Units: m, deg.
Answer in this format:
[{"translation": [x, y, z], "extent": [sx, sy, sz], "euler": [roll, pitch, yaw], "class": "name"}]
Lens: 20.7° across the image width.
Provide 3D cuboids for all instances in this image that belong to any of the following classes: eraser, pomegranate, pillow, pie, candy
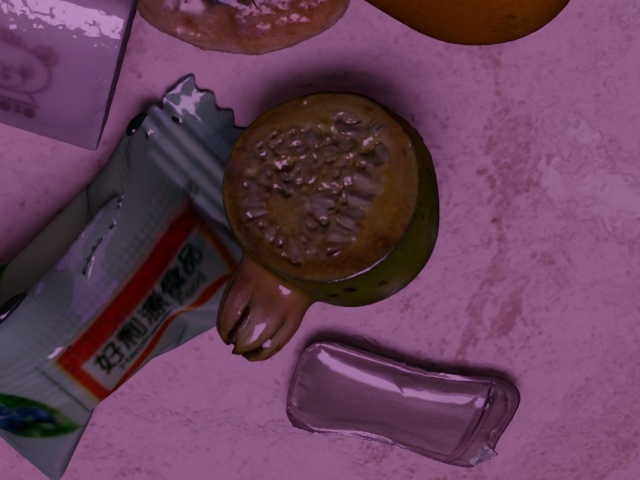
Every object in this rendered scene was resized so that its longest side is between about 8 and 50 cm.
[{"translation": [-0.297, -0.184, 1.469], "extent": [0.270, 0.095, 0.174], "euler": [18, 137, -5], "class": "eraser"}, {"translation": [0.014, -0.003, 1.547], "extent": [0.190, 0.241, 0.159], "euler": [3, 163, 16], "class": "pomegranate"}, {"translation": [0.081, 0.168, 1.783], "extent": [0.233, 0.038, 0.130], "euler": [14, 129, -9], "class": "pillow"}, {"translation": [-0.059, -0.236, 1.470], "extent": [0.218, 0.052, 0.185], "euler": [-37, 124, 27], "class": "pie"}, {"translation": [-0.194, 0.044, 1.643], "extent": [0.398, 0.172, 0.263], "euler": [-39, 130, 4], "class": "candy"}]

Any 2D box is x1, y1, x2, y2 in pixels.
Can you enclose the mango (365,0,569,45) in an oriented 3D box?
[{"translation": [0.065, -0.287, 1.294], "extent": [0.264, 0.221, 0.378], "euler": [-5, 140, 41], "class": "mango"}]
